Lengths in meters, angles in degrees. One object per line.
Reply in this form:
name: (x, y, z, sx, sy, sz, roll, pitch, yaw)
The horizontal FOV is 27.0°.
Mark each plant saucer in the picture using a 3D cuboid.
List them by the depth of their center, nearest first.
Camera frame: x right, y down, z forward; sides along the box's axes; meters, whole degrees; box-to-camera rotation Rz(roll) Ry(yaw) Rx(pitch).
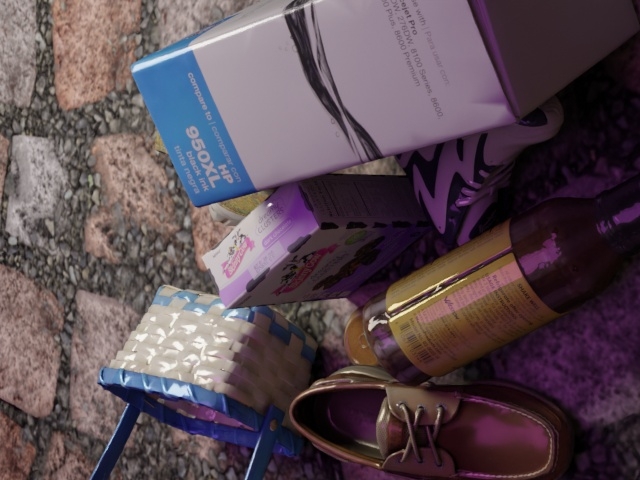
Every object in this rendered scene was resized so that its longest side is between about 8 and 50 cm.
plant saucer: (0.054, 0.114, 1.510, 0.083, 0.015, 0.084, 1, 91, 43)

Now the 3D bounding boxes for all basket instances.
basket: (-0.139, 0.209, 1.542, 0.254, 0.201, 0.289, 9, 66, 43)

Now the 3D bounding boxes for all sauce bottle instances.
sauce bottle: (0.203, 0.031, 1.295, 0.344, 0.111, 0.111, -29, 71, 29)

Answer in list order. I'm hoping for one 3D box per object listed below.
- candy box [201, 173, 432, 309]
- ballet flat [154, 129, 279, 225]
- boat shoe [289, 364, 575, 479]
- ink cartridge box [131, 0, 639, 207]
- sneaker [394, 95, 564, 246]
candy box: (0.000, 0.000, 1.435, 0.165, 0.196, 0.070, -41, 66, 36)
ballet flat: (-0.108, -0.082, 1.558, 0.348, 0.123, 0.123, 45, 121, 53)
boat shoe: (0.106, 0.202, 1.390, 0.324, 0.116, 0.123, 1, 91, 38)
ink cartridge box: (0.063, -0.188, 1.288, 0.394, 0.285, 0.166, -13, 106, 40)
sneaker: (0.169, -0.062, 1.335, 0.235, 0.094, 0.153, -6, 107, 51)
